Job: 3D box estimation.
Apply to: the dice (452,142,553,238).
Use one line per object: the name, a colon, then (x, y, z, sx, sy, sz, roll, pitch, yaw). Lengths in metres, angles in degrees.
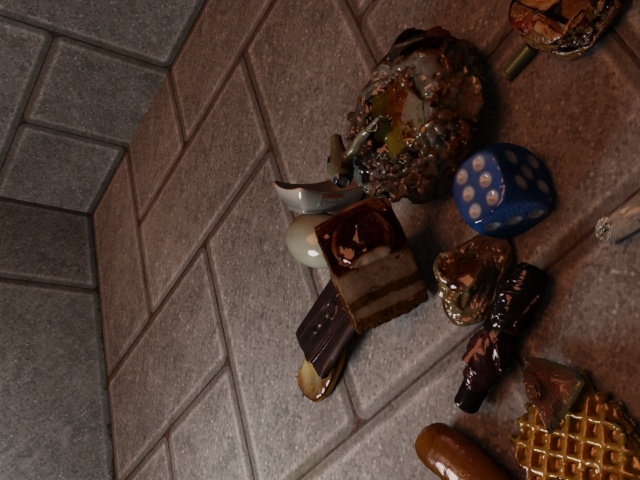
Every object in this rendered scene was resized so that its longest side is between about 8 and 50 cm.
dice: (0.356, -0.097, 1.418, 0.146, 0.146, 0.143, -45, 49, 44)

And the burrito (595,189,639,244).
burrito: (0.547, -0.059, 1.203, 0.203, 0.064, 0.064, -42, 48, 40)

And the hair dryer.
hair dryer: (0.069, -0.235, 1.667, 0.199, 0.067, 0.167, -61, 28, 24)

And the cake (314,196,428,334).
cake: (0.098, 0.034, 1.586, 0.196, 0.293, 0.199, -24, 47, 2)

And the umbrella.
umbrella: (0.341, 0.192, 1.399, 0.094, 0.090, 0.326, 34, 110, 31)

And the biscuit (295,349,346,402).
biscuit: (0.017, 0.275, 1.881, 0.154, 0.045, 0.299, 27, 102, 54)

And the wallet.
wallet: (0.026, 0.207, 1.815, 0.229, 0.049, 0.182, -58, 39, 21)

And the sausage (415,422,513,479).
sausage: (0.280, 0.445, 1.400, 0.270, 0.108, 0.109, 34, 109, 55)

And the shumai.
shumai: (0.291, 0.072, 1.461, 0.161, 0.153, 0.209, 46, 114, 43)

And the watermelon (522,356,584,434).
watermelon: (0.400, 0.247, 1.266, 0.101, 0.080, 0.155, -41, 6, 12)

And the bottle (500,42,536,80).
bottle: (0.414, -0.374, 1.512, 0.083, 0.030, 0.030, -51, 43, 36)

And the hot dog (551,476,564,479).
hot dog: (0.404, 0.507, 1.173, 0.104, 0.076, 0.250, -8, 95, 46)

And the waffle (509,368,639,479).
waffle: (0.437, 0.366, 1.246, 0.254, 0.052, 0.245, -53, 40, 33)

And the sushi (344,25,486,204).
sushi: (0.215, -0.272, 1.633, 0.417, 0.175, 0.418, -34, 50, 53)

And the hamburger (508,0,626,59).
hamburger: (0.476, -0.467, 1.387, 0.231, 0.106, 0.231, -30, 52, 48)

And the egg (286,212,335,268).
egg: (0.000, 0.000, 1.893, 0.209, 0.151, 0.151, 18, 95, 48)

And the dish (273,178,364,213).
dish: (-0.001, -0.116, 1.888, 0.151, 0.212, 0.077, 20, 112, 55)
